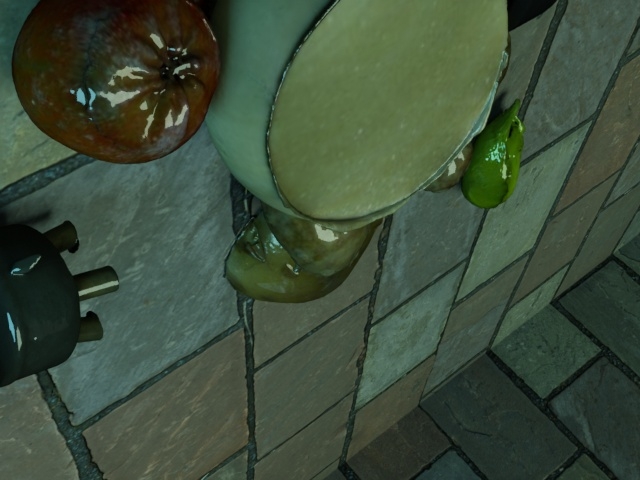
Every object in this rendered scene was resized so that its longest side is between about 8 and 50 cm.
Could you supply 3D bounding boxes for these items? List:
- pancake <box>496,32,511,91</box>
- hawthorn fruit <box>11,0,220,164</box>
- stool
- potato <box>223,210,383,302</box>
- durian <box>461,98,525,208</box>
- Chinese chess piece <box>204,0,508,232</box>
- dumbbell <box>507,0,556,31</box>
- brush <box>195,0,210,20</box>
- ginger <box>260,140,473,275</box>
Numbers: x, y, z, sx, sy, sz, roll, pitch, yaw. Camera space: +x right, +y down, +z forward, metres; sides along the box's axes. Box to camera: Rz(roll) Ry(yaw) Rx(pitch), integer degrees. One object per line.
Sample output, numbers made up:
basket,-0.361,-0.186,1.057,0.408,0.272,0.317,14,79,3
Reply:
pancake,0.196,-0.225,1.250,0.250,0.031,0.250,-28,151,-17
hawthorn fruit,-0.178,-0.148,0.704,0.173,0.173,0.173,-34,153,-20
stool,-0.320,0.062,0.852,0.228,0.153,0.139,-9,-172,43
potato,0.000,0.000,1.248,0.299,0.116,0.239,-39,150,-15
durian,0.319,-0.144,1.512,0.250,0.101,0.139,86,19,-58
Chinese chess piece,0.040,-0.175,0.839,0.338,0.140,0.338,-27,139,-26
dumbbell,0.276,-0.390,0.945,0.322,0.204,0.203,-32,152,-22
brush,-0.125,-0.284,0.690,0.050,0.060,0.321,-44,158,-31
ginger,0.054,-0.105,1.080,0.304,0.155,0.244,-32,114,-7
